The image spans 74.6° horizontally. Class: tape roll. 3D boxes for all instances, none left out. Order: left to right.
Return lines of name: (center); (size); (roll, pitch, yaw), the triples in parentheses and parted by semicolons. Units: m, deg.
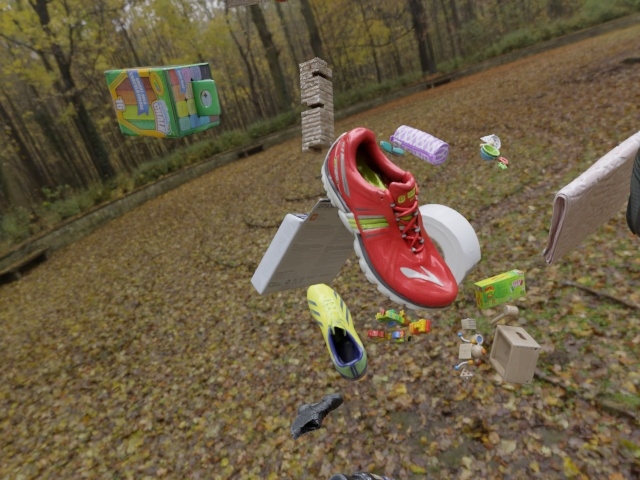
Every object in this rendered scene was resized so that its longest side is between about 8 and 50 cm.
tape roll: (0.367, 0.029, 1.378); (0.100, 0.286, 0.286); (-28, 20, -39)

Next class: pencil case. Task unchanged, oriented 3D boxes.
pencil case: (0.337, -0.327, 1.437); (0.088, 0.086, 0.206); (-19, 39, -36)

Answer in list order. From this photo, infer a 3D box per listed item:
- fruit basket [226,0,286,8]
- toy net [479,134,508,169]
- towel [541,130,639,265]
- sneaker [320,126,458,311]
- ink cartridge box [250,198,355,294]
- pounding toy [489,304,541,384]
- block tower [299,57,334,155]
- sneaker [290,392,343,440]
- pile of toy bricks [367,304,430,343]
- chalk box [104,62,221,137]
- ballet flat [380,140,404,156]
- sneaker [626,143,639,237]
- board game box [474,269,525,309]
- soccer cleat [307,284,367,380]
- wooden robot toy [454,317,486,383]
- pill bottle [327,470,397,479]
fruit basket: (-0.129, -0.848, 1.308); (0.327, 0.165, 0.353); (-20, 13, -14)
toy net: (0.677, -0.357, 1.625); (0.122, 0.045, 0.232); (25, 42, 4)
towel: (0.775, -0.115, 1.198); (0.332, 0.317, 0.053); (-35, 52, -11)
sneaker: (0.096, -0.030, 0.565); (0.107, 0.279, 0.118); (-27, -13, -32)
ink cartridge box: (0.000, 0.000, 0.808); (0.223, 0.224, 0.045); (-2, 43, -52)
pounding toy: (0.602, 0.303, 1.304); (0.094, 0.206, 0.181); (6, 15, 0)
block tower: (-0.012, -0.498, 1.580); (0.097, 0.335, 0.091); (-3, -2, 39)
sneaker: (-0.007, 0.504, 1.204); (0.170, 0.051, 0.089); (-18, 20, -5)
pile of toy bricks: (0.206, 0.219, 1.172); (0.212, 0.105, 0.118); (-34, 40, 55)
chalk box: (-0.302, -0.289, 0.863); (0.213, 0.132, 0.132); (8, 28, 26)
ballet flat: (0.270, -0.351, 1.632); (0.114, 0.041, 0.041); (15, 3, -27)
sneaker: (0.743, -0.023, 0.840); (0.185, 0.483, 0.202); (2, -15, 17)
board game box: (0.652, 0.177, 1.525); (0.181, 0.092, 0.043); (-16, 13, -14)
soccer cleat: (0.039, 0.209, 1.056); (0.093, 0.121, 0.289); (-23, 52, -4)
wooden robot toy: (0.421, 0.296, 1.134); (0.079, 0.076, 0.173); (-34, 38, 59)
pill bottle: (0.116, 0.568, 0.895); (0.123, 0.219, 0.123); (-42, 32, 34)
